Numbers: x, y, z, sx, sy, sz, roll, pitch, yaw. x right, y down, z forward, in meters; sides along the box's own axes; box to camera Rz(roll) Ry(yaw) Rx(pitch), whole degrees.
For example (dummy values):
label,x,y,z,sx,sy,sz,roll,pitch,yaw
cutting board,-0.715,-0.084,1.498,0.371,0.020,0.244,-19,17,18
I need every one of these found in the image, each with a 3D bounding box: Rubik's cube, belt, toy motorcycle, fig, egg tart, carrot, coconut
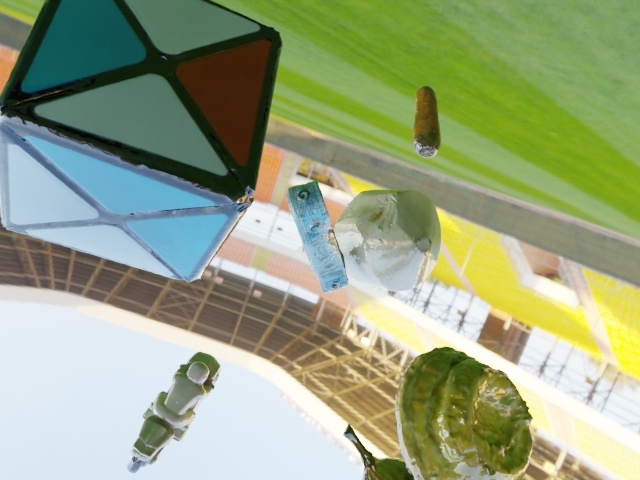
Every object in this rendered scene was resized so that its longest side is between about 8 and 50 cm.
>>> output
label,x,y,z,sx,sy,sz,roll,pitch,yaw
Rubik's cube,-0.207,-0.125,0.684,0.248,0.250,0.246,17,150,-18
belt,0.000,0.000,1.142,0.302,0.072,0.087,72,176,-53
toy motorcycle,-0.321,0.370,1.361,0.107,0.223,0.341,35,-136,0
fig,0.158,0.545,1.341,0.217,0.217,0.321,12,-147,-48
egg tart,0.246,0.299,0.939,0.290,0.290,0.115,16,150,-32
carrot,0.230,-0.259,1.282,0.060,0.186,0.060,4,150,2
coconut,0.151,-0.007,1.282,0.241,0.241,0.241,20,-172,-3
